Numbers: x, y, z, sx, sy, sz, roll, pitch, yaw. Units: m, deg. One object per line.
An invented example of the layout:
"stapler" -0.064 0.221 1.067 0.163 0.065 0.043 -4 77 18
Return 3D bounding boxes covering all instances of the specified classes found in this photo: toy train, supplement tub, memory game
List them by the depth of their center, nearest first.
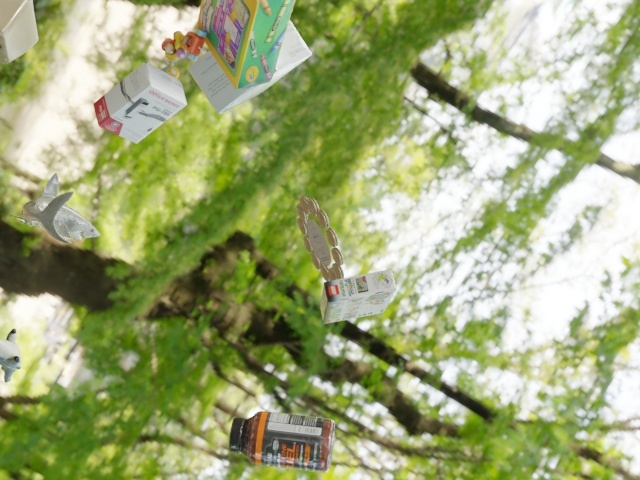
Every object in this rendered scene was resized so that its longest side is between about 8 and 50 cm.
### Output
"toy train" -0.275 -0.334 1.853 0.125 0.046 0.166 50 -60 46
"memory game" 0.000 0.000 1.873 0.012 0.186 0.186 -22 173 -18
"supplement tub" -0.074 0.386 1.901 0.106 0.198 0.106 5 90 -85

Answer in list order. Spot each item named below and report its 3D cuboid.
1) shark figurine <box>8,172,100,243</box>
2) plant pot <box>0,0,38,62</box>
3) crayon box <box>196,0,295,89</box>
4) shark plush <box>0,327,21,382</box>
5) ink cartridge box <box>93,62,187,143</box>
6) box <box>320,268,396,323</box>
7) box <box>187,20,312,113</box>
"shark figurine" -0.500 -0.069 1.820 0.278 0.166 0.116 129 -20 -86
"plant pot" -0.584 -0.382 1.773 0.109 0.109 0.096 98 4 -49
"crayon box" -0.131 -0.423 1.740 0.081 0.165 0.278 -20 154 -28
"shark plush" -0.622 0.227 1.925 0.161 0.067 0.073 117 -38 -64
"ink cartridge box" -0.323 -0.245 1.768 0.135 0.099 0.056 -33 -122 24
"box" 0.060 0.097 1.661 0.207 0.114 0.036 99 -21 -75
"box" -0.146 -0.375 2.060 0.182 0.119 0.181 -31 -174 31
